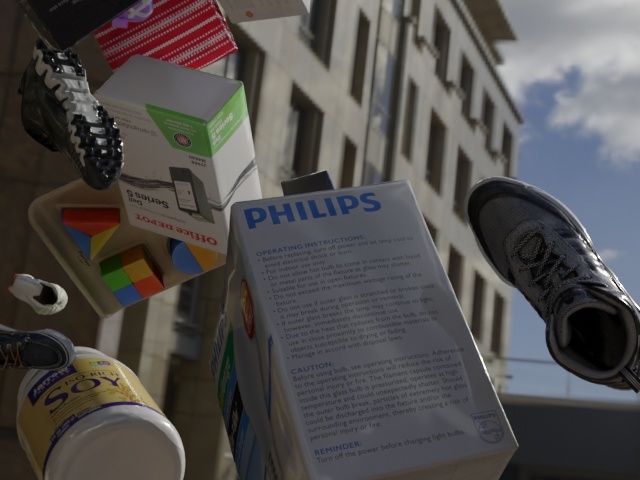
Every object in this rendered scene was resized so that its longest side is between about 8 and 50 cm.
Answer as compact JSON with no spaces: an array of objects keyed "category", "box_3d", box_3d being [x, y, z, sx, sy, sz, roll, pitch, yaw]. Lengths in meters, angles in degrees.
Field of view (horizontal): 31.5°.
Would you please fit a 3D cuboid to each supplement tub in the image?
[{"category":"supplement tub","box_3d":[-0.399,0.343,2.002,0.241,0.241,0.331,15,10,-31]}]

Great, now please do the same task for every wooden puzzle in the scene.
[{"category":"wooden puzzle","box_3d":[-0.339,-0.013,2.199,0.348,0.080,0.322,-26,-51,1]}]

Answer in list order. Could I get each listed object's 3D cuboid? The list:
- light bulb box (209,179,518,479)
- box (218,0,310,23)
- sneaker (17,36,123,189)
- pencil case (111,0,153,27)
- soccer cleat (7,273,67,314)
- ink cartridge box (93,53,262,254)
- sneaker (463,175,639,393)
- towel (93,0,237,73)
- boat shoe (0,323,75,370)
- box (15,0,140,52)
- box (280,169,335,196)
[{"category":"light bulb box","box_3d":[0.024,0.184,1.320,0.225,0.361,0.358,-8,-36,-16]},{"category":"box","box_3d":[-0.118,-0.516,2.279,0.171,0.091,0.130,-3,-21,15]},{"category":"sneaker","box_3d":[-0.326,-0.145,1.452,0.078,0.234,0.106,1,-37,-50]},{"category":"pencil case","box_3d":[-0.261,-0.404,1.561,0.086,0.088,0.206,3,-49,-9]},{"category":"soccer cleat","box_3d":[-0.541,0.113,2.234,0.076,0.068,0.196,18,-10,18]},{"category":"ink cartridge box","box_3d":[-0.209,-0.127,1.735,0.198,0.114,0.272,17,-41,22]},{"category":"sneaker","box_3d":[0.238,0.040,1.122,0.101,0.268,0.153,-42,-9,12]},{"category":"towel","box_3d":[-0.274,-0.380,1.772,0.199,0.274,0.031,-26,12,-1]},{"category":"boat shoe","box_3d":[-0.460,0.170,1.693,0.183,0.065,0.083,6,19,25]},{"category":"box","box_3d":[-0.252,-0.299,1.161,0.158,0.156,0.093,58,-13,-19]},{"category":"box","box_3d":[0.000,0.000,2.115,0.103,0.184,0.261,-15,21,-1]}]
